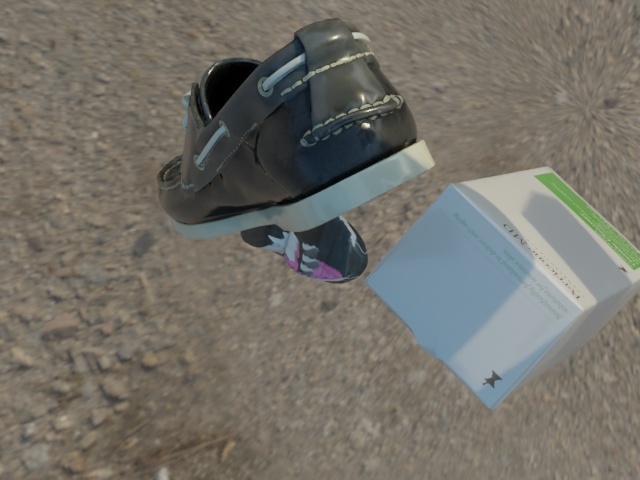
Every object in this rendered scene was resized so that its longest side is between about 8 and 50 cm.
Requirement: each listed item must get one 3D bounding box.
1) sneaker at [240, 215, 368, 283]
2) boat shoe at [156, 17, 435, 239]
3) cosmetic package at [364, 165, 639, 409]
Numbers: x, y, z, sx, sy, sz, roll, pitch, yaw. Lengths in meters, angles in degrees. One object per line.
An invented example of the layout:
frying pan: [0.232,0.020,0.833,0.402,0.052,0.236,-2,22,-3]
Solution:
sneaker: [0.000,0.000,1.336,0.077,0.178,0.072,22,95,-35]
boat shoe: [-0.026,-0.049,0.626,0.084,0.233,0.079,-33,99,-20]
cosmetic package: [0.225,0.040,1.525,0.197,0.365,0.155,45,111,13]
